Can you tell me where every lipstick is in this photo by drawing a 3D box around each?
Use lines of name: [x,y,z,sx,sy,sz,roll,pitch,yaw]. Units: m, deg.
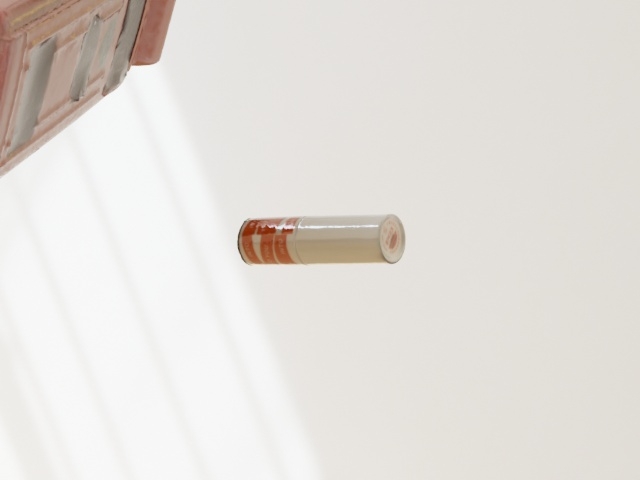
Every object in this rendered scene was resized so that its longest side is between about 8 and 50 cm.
lipstick: [0.000,0.000,1.477,0.131,0.038,0.038,-1,-3,35]

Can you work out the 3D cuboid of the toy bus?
toy bus: [-0.287,-0.190,1.643,0.233,0.203,0.427,21,23,7]
